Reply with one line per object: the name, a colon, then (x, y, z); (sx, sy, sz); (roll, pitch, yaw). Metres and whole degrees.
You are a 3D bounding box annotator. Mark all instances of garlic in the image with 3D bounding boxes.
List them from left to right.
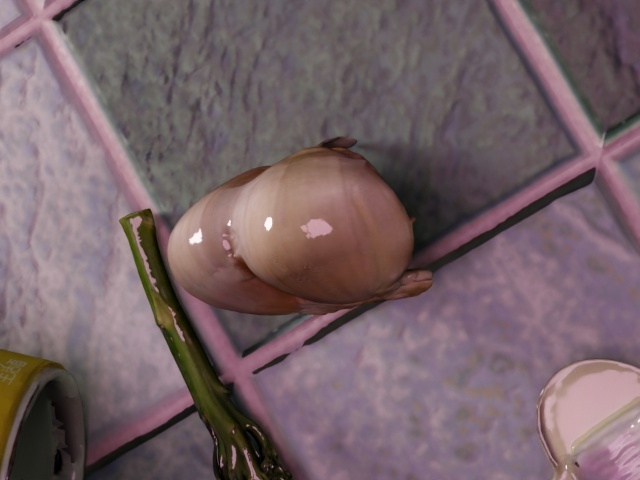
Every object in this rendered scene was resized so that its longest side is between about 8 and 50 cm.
garlic: (-0.010, -0.007, 0.858); (0.174, 0.124, 0.099); (-19, 83, 62)

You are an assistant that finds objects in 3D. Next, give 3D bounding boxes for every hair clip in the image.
hair clip: (0.198, 0.150, 0.829); (0.159, 0.071, 0.218); (-36, 70, 8)

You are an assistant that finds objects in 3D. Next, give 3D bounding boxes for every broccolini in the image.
broccolini: (-0.062, 0.089, 0.934); (0.054, 0.051, 0.239); (-30, 77, 23)

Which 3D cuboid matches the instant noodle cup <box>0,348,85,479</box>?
instant noodle cup: (-0.271, 0.131, 0.929); (0.236, 0.215, 0.215); (5, 95, 8)
